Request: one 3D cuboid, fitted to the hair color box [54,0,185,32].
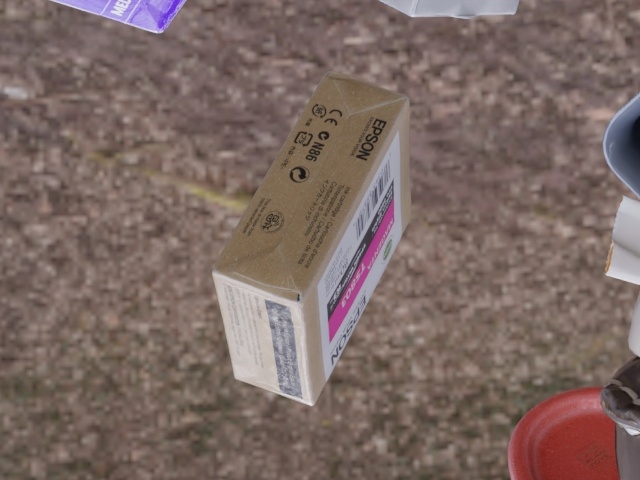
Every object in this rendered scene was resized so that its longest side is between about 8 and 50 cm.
[{"bbox_3d":[-0.214,-0.240,0.711,0.339,0.185,0.110,15,134,-33],"label":"hair color box"}]

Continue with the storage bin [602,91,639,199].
[{"bbox_3d":[0.200,-0.066,0.610,0.135,0.098,0.091,-42,-174,33],"label":"storage bin"}]

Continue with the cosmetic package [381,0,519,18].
[{"bbox_3d":[0.111,-0.300,1.138,0.127,0.238,0.107,-6,-147,-41],"label":"cosmetic package"}]

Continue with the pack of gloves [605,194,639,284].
[{"bbox_3d":[0.410,-0.031,1.428,0.232,0.195,0.046,16,173,-16],"label":"pack of gloves"}]

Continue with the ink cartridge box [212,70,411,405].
[{"bbox_3d":[0.000,0.000,1.295,0.088,0.234,0.193,19,151,16],"label":"ink cartridge box"}]

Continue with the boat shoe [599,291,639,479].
[{"bbox_3d":[0.171,0.073,0.506,0.117,0.096,0.324,15,-177,25],"label":"boat shoe"}]

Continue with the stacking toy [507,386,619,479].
[{"bbox_3d":[0.318,0.200,1.099,0.309,0.279,0.130,-24,127,-9],"label":"stacking toy"}]
